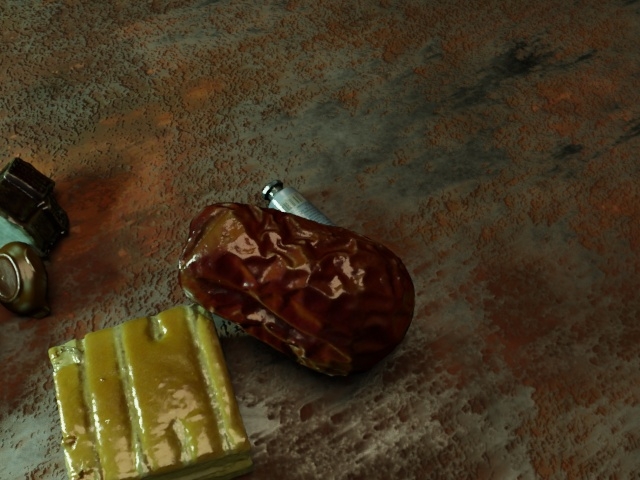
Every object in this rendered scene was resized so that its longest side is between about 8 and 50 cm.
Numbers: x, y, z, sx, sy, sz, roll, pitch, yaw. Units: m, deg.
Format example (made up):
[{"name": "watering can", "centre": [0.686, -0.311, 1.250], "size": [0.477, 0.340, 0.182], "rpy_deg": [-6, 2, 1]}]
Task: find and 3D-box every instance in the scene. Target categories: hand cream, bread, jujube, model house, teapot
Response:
[{"name": "hand cream", "centre": [0.000, 0.000, 1.104], "size": [0.091, 0.058, 0.271], "rpy_deg": [-41, 69, -11]}, {"name": "bread", "centre": [-0.237, 0.224, 0.910], "size": [0.239, 0.111, 0.246], "rpy_deg": [-13, 56, -13]}, {"name": "jujube", "centre": [-0.035, 0.062, 0.937], "size": [0.342, 0.216, 0.216], "rpy_deg": [24, 57, -7]}, {"name": "model house", "centre": [-0.504, -0.056, 1.107], "size": [0.165, 0.106, 0.152], "rpy_deg": [40, 43, -18]}, {"name": "teapot", "centre": [-0.464, 0.063, 1.037], "size": [0.098, 0.078, 0.129], "rpy_deg": [-38, 73, 21]}]
